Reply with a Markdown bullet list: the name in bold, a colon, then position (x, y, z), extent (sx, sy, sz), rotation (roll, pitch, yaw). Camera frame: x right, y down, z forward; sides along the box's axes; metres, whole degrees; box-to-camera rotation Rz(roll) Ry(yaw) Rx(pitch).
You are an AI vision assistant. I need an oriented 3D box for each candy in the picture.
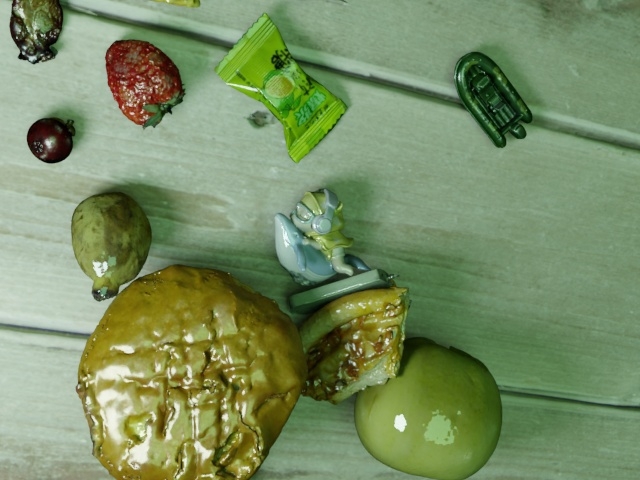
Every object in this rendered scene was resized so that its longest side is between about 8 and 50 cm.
- **candy**: position (-0.069, -0.272, 1.484), extent (0.149, 0.069, 0.246), rotation (-47, 110, -5)

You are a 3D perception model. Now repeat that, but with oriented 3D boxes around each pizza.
- **pizza**: position (0.044, 0.208, 1.532), extent (0.365, 0.074, 0.182), rotation (-35, 74, 29)

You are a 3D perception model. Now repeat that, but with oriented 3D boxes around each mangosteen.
- **mangosteen**: position (-0.459, -0.171, 1.392), extent (0.081, 0.081, 0.081), rotation (-3, 102, -15)

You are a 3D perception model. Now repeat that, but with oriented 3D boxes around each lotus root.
- **lotus root**: position (-0.359, 0.007, 1.401), extent (0.138, 0.214, 0.138), rotation (-8, 146, -5)

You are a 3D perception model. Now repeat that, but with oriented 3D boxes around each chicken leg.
- **chicken leg**: position (-0.451, -0.418, 1.356), extent (0.106, 0.051, 0.253), rotation (24, 93, -25)

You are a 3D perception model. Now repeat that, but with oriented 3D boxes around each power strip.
- **power strip**: position (0.043, 0.095, 1.548), extent (0.226, 0.080, 0.029), rotation (-18, 70, 17)

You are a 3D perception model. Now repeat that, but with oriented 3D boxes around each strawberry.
- **strawberry**: position (-0.305, -0.272, 1.387), extent (0.131, 0.131, 0.148), rotation (-47, 111, -3)

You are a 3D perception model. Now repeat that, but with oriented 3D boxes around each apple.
- **apple**: position (0.213, 0.328, 1.592), extent (0.292, 0.292, 0.254), rotation (19, 91, -18)

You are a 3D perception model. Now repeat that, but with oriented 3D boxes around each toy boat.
- **toy boat**: position (0.336, -0.280, 1.604), extent (0.104, 0.052, 0.210), rotation (-41, 110, -2)

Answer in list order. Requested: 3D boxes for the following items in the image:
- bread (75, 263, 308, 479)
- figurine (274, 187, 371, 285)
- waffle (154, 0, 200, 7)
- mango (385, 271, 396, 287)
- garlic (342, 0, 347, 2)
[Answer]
- **bread**: position (-0.229, 0.243, 1.417), extent (0.398, 0.215, 0.398), rotation (1, 81, -6)
- **figurine**: position (0.000, 0.000, 1.534), extent (0.208, 0.128, 0.184), rotation (25, 91, -27)
- **waffle**: position (-0.261, -0.483, 1.392), extent (0.210, 0.055, 0.160), rotation (6, 99, -18)
- **mango**: position (0.085, 0.146, 1.612), extent (0.098, 0.075, 0.190), rotation (28, 99, -12)
- **garlic**: position (-0.031, -0.503, 1.440), extent (0.128, 0.090, 0.198), rotation (-24, 103, -23)
